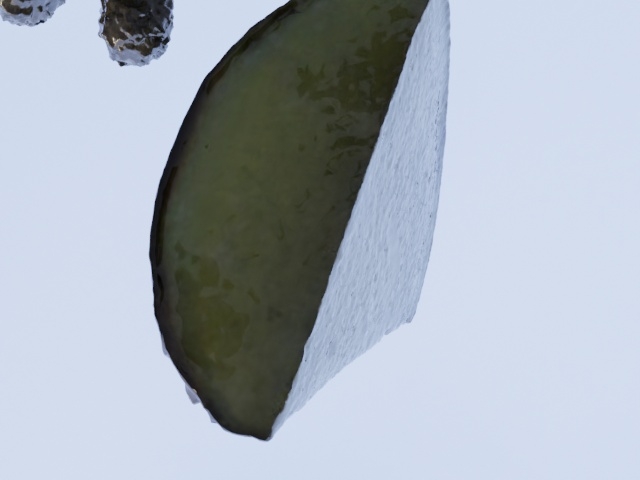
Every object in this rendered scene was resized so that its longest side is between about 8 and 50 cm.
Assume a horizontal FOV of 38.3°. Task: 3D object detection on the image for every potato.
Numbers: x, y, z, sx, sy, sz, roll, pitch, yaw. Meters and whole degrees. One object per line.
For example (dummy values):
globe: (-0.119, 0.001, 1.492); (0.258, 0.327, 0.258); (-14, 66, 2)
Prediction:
potato: (0.000, 0.000, 0.585); (0.112, 0.255, 0.269); (18, -105, 18)

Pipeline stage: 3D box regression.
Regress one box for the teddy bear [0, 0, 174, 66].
teddy bear: (-0.158, -0.242, 0.566); (0.182, 0.251, 0.129); (15, -127, 10)
